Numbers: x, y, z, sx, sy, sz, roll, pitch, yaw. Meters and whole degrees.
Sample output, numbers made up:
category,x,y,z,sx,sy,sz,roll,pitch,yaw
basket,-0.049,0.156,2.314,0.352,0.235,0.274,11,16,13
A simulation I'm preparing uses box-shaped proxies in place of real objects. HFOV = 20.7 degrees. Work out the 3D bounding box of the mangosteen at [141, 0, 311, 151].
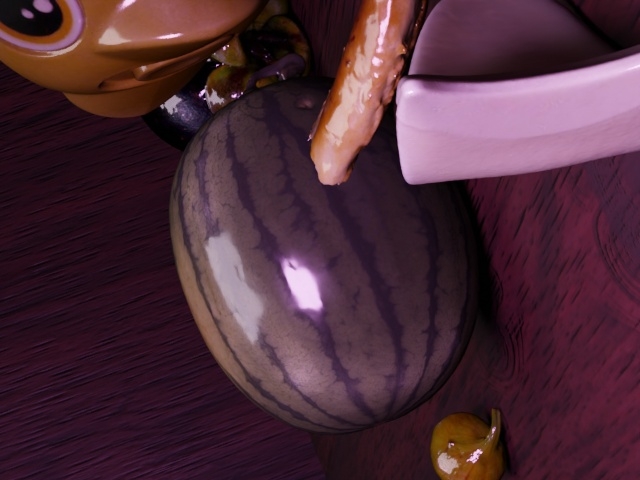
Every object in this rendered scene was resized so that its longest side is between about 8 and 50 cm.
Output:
category,x,y,z,sx,sy,sz,roll,pitch,yaw
mangosteen,-0.117,-0.212,2.138,0.243,0.243,0.243,161,90,-81

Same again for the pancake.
category,x,y,z,sx,sy,sz,roll,pitch,yaw
pancake,0.042,-0.201,1.360,0.244,0.057,0.266,-93,23,-52

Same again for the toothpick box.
category,x,y,z,sx,sy,sz,roll,pitch,yaw
toothpick box,-0.240,-0.365,1.869,0.409,0.409,0.425,142,105,-81

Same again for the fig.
category,x,y,z,sx,sy,sz,roll,pitch,yaw
fig,0.159,0.218,1.806,0.098,0.082,0.084,142,144,-65

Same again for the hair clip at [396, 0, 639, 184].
category,x,y,z,sx,sy,sz,roll,pitch,yaw
hair clip,0.123,-0.089,1.107,0.282,0.173,0.113,-106,8,-72

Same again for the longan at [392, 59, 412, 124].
category,x,y,z,sx,sy,sz,roll,pitch,yaw
longan,0.112,-0.107,1.336,0.119,0.106,0.106,-28,78,39

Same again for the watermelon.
category,x,y,z,sx,sy,sz,roll,pitch,yaw
watermelon,0.000,0.000,1.630,0.279,0.279,0.359,121,127,-79
